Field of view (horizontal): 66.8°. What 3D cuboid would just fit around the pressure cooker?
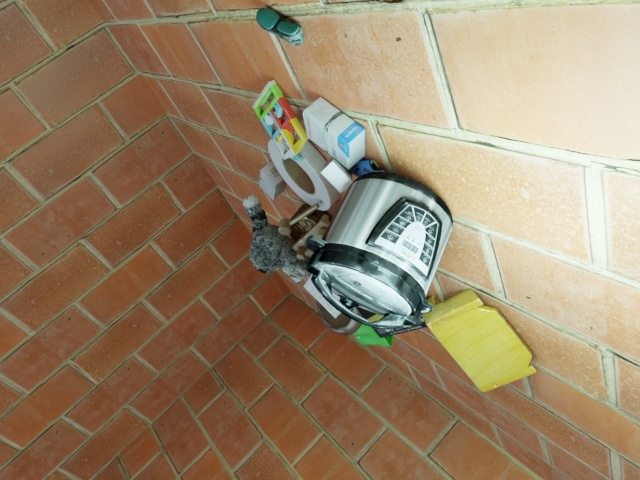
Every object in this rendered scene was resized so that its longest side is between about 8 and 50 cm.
[{"bbox_3d":[0.181,0.053,1.491,0.370,0.420,0.375,14,156,33],"label":"pressure cooker"}]

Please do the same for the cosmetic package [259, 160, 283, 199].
[{"bbox_3d":[-0.245,-0.304,2.485,0.117,0.085,0.231,46,163,6],"label":"cosmetic package"}]

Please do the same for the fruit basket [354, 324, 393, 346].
[{"bbox_3d":[0.300,0.344,2.432,0.392,0.283,0.392,7,126,9],"label":"fruit basket"}]

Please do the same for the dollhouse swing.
[{"bbox_3d":[0.597,0.329,1.848,0.315,0.305,0.347,-36,98,32],"label":"dollhouse swing"}]

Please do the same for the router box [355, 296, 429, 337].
[{"bbox_3d":[0.330,0.297,2.156,0.309,0.081,0.243,-23,112,38],"label":"router box"}]

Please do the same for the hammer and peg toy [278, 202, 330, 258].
[{"bbox_3d":[0.000,0.000,2.147,0.361,0.127,0.266,28,138,-21],"label":"hammer and peg toy"}]

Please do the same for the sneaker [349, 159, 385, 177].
[{"bbox_3d":[0.157,-0.245,1.645,0.069,0.082,0.209,9,-155,-32],"label":"sneaker"}]

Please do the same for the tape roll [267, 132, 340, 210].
[{"bbox_3d":[-0.072,-0.297,2.074,0.392,0.072,0.392,43,163,16],"label":"tape roll"}]

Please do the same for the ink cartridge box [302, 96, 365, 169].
[{"bbox_3d":[0.047,-0.353,1.599,0.203,0.086,0.148,42,165,20],"label":"ink cartridge box"}]

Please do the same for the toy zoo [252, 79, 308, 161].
[{"bbox_3d":[-0.145,-0.433,1.845,0.293,0.030,0.192,59,150,-2],"label":"toy zoo"}]

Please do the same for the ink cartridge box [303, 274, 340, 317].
[{"bbox_3d":[0.039,0.241,2.310,0.225,0.056,0.181,42,138,7],"label":"ink cartridge box"}]

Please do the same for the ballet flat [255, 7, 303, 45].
[{"bbox_3d":[-0.119,-0.626,1.436,0.188,0.070,0.070,42,164,29],"label":"ballet flat"}]

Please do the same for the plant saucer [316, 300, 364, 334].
[{"bbox_3d":[0.082,0.312,2.358,0.311,0.050,0.310,10,104,42],"label":"plant saucer"}]

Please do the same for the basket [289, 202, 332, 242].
[{"bbox_3d":[0.009,-0.050,2.413,0.213,0.223,0.299,-27,108,39],"label":"basket"}]

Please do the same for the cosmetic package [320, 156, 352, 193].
[{"bbox_3d":[0.060,-0.238,1.692,0.099,0.060,0.239,43,-166,-9],"label":"cosmetic package"}]

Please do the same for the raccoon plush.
[{"bbox_3d":[-0.189,0.005,2.269,0.299,0.216,0.446,1,130,37],"label":"raccoon plush"}]
